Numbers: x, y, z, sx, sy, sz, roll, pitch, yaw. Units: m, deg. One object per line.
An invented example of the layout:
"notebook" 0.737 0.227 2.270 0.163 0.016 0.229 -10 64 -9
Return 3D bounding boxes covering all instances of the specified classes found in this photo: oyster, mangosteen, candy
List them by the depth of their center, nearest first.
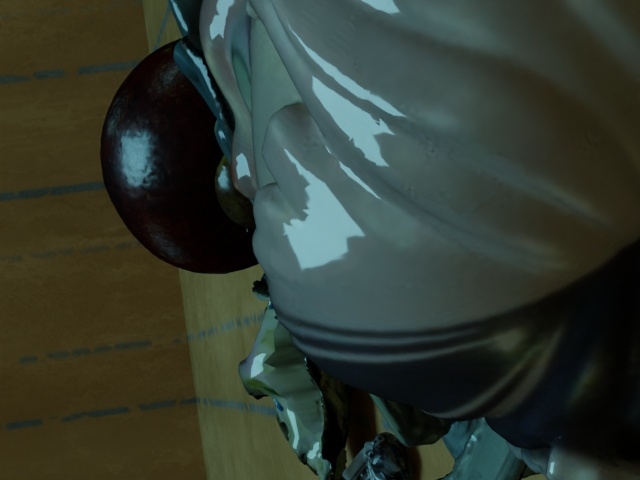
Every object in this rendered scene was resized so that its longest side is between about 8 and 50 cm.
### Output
"candy" 0.055 0.262 1.385 0.094 0.051 0.226 -128 32 -66
"mangosteen" -0.070 -0.077 1.483 0.257 0.215 0.215 2 101 49
"oyster" -0.013 0.129 1.591 0.260 0.092 0.198 -122 25 -48

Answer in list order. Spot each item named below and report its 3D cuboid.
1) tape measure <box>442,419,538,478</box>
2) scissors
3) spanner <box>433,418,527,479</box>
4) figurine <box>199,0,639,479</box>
"tape measure" 0.091 0.112 0.968 0.164 0.084 0.330 -102 12 -49
"scissors" 0.000 0.000 0.794 0.138 0.041 0.289 -105 -10 -54
"spanner" 0.102 0.055 0.802 0.071 0.017 0.302 40 133 27
"figurine" 0.054 -0.086 0.609 0.253 0.211 0.361 39 -164 -28
